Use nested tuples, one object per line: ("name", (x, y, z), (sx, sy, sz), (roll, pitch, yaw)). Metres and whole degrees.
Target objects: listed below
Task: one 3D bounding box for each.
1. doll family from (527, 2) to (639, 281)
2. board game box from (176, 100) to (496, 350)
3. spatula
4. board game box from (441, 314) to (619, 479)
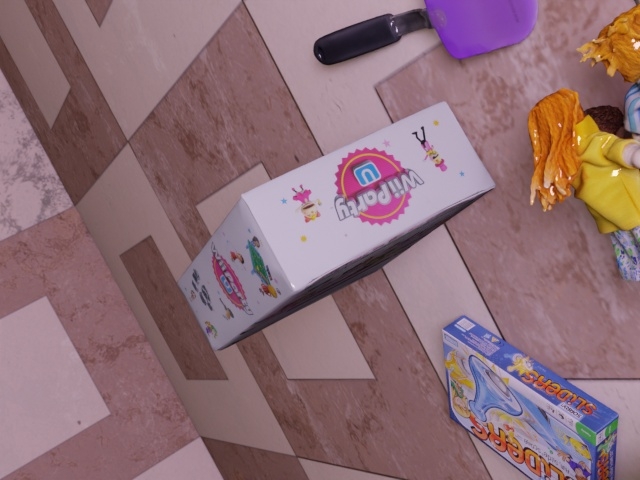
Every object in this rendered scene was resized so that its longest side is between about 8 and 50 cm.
("doll family", (0.212, -0.055, 0.541), (0.163, 0.118, 0.263), (58, 155, 6))
("board game box", (0.000, 0.000, 0.883), (0.097, 0.224, 0.303), (61, 155, 5))
("spatula", (0.072, -0.187, 0.772), (0.296, 0.030, 0.084), (2, 120, 62))
("board game box", (0.208, 0.178, 0.900), (0.201, 0.035, 0.136), (33, 144, 45))
